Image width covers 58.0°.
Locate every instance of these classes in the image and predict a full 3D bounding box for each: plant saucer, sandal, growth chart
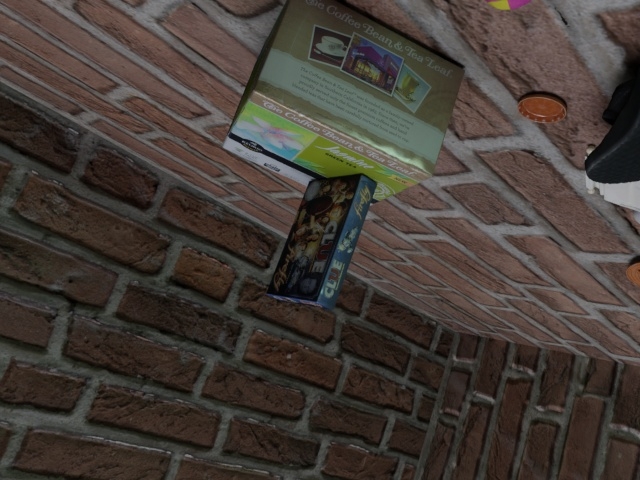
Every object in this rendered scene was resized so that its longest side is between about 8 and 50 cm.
[{"bbox_3d":[0.393,-0.236,1.024,0.083,0.013,0.083,19,167,5],"label":"plant saucer"},{"bbox_3d":[0.493,-0.198,0.817,0.167,0.107,0.446,-2,162,11],"label":"sandal"},{"bbox_3d":[0.617,-0.098,1.100,0.237,0.021,0.172,28,164,27],"label":"growth chart"}]

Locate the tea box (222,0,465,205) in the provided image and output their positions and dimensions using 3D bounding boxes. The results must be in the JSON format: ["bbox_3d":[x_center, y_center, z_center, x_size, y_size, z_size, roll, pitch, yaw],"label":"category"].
[{"bbox_3d":[0.025,-0.240,1.076,0.329,0.220,0.323,23,166,-14],"label":"tea box"}]

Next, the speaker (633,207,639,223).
[{"bbox_3d":[0.697,-0.070,1.166,0.055,0.055,0.136,20,167,-1],"label":"speaker"}]

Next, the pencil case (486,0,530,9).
[{"bbox_3d":[0.194,-0.365,0.627,0.104,0.104,0.236,11,166,33],"label":"pencil case"}]

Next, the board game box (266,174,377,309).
[{"bbox_3d":[0.000,0.000,1.064,0.042,0.243,0.165,30,163,-34],"label":"board game box"}]

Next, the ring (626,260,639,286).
[{"bbox_3d":[0.988,0.105,1.508,0.336,0.032,0.336,19,166,5],"label":"ring"}]
